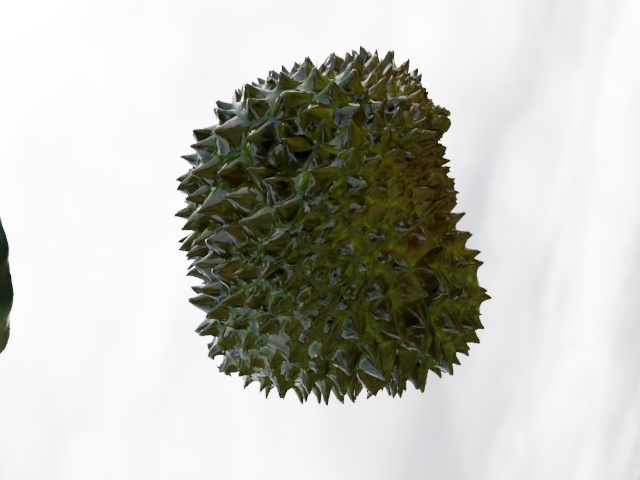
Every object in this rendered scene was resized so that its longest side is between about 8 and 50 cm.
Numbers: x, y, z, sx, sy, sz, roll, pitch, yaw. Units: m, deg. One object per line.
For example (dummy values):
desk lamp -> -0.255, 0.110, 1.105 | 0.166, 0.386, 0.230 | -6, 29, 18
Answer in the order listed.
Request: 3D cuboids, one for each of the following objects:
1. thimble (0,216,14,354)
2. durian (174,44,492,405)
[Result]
thimble -> -0.283, 0.005, 0.812 | 0.143, 0.198, 0.235 | -20, -74, -42
durian -> -0.001, -0.003, 0.911 | 0.200, 0.176, 0.237 | -160, 63, -67
